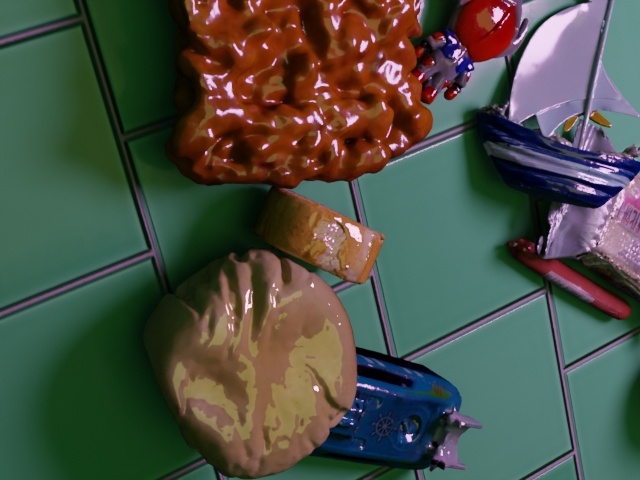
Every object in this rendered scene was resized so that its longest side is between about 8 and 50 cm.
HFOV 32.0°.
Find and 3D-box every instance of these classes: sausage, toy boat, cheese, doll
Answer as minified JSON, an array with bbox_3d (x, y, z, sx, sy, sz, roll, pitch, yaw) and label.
[{"bbox_3d":[0.329,0.052,1.460,0.253,0.034,0.034,29,85,-33],"label":"sausage"},{"bbox_3d":[0.051,0.201,1.296,0.298,0.092,0.134,15,96,-33],"label":"toy boat"},{"bbox_3d":[-0.066,0.127,1.167,0.214,0.117,0.226,-33,104,-11],"label":"cheese"},{"bbox_3d":[0.308,-0.194,1.359,0.220,0.067,0.291,14,85,-9],"label":"toy boat"},{"bbox_3d":[0.177,-0.238,1.291,0.195,0.062,0.104,-45,101,-6],"label":"doll"}]

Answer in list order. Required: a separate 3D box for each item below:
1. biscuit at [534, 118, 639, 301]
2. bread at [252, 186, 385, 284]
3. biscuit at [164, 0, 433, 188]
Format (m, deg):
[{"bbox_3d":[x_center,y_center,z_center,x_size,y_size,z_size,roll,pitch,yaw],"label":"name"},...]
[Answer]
[{"bbox_3d":[0.410,-0.002,1.469,0.309,0.079,0.186,32,78,-32],"label":"biscuit"},{"bbox_3d":[0.000,0.000,1.200,0.149,0.122,0.073,24,91,-31],"label":"bread"},{"bbox_3d":[-0.017,-0.212,1.151,0.318,0.110,0.312,-4,102,-30],"label":"biscuit"}]
